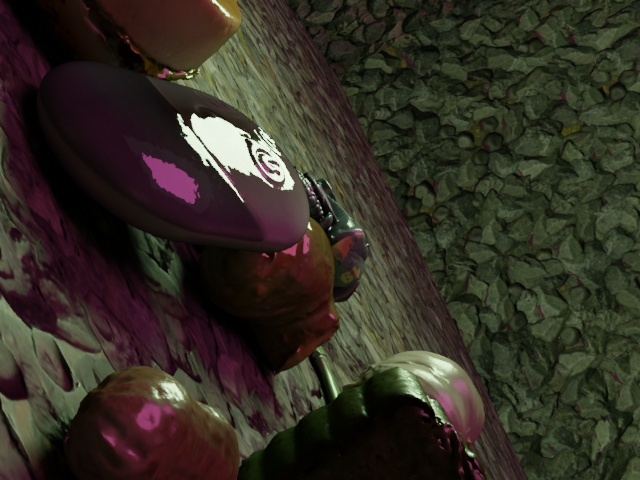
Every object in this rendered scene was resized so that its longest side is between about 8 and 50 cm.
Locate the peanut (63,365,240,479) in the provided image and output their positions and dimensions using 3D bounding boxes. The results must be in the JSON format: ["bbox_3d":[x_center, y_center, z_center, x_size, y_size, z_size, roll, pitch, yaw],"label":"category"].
[{"bbox_3d":[-0.111,0.142,0.951,0.214,0.099,0.099,42,21,-60],"label":"peanut"}]

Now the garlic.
[{"bbox_3d":[0.134,0.215,1.758,0.178,0.143,0.229,46,-15,14],"label":"garlic"}]

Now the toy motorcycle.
[{"bbox_3d":[0.000,0.000,1.902,0.173,0.108,0.307,58,-6,13],"label":"toy motorcycle"}]

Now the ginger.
[{"bbox_3d":[-0.047,0.043,1.499,0.267,0.138,0.152,58,13,-53],"label":"ginger"}]

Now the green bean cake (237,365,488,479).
[{"bbox_3d":[0.042,0.236,1.149,0.200,0.214,0.113,60,3,-8],"label":"green bean cake"}]

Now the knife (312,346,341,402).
[{"bbox_3d":[0.003,0.163,1.786,0.043,0.020,0.293,58,8,-44],"label":"knife"}]

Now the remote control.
[{"bbox_3d":[-0.133,-0.077,1.297,0.221,0.103,0.332,49,22,26],"label":"remote control"}]

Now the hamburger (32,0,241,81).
[{"bbox_3d":[-0.214,-0.288,1.436,0.300,0.176,0.300,58,11,-17],"label":"hamburger"}]
